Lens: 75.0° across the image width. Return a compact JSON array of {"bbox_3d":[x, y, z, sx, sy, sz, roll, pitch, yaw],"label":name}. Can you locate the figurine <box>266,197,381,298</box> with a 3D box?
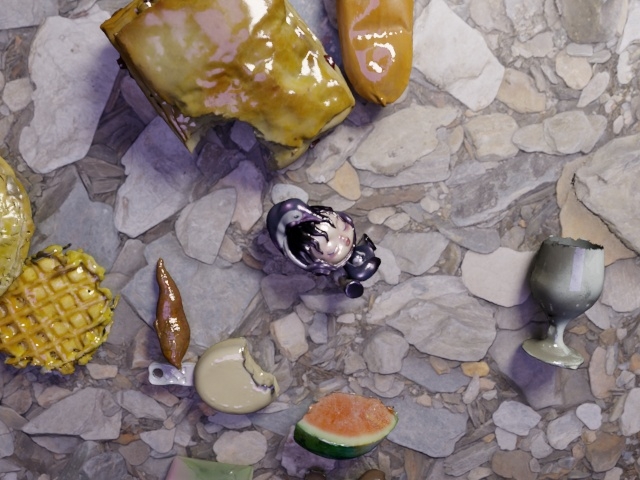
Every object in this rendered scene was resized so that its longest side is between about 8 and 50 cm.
[{"bbox_3d":[0.000,0.000,0.791,0.222,0.145,0.145,39,98,-20],"label":"figurine"}]

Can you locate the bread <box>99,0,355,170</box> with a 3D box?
[{"bbox_3d":[-0.150,-0.284,0.686,0.314,0.191,0.370,-34,102,4],"label":"bread"}]

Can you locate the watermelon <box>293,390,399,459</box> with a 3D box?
[{"bbox_3d":[0.048,0.425,0.890,0.230,0.128,0.146,13,119,-7],"label":"watermelon"}]

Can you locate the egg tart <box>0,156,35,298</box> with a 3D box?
[{"bbox_3d":[-0.683,-0.018,0.726,0.344,0.132,0.346,0,94,6],"label":"egg tart"}]

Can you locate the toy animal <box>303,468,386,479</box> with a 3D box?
[{"bbox_3d":[0.054,0.579,0.928,0.214,0.094,0.186,-38,105,-2],"label":"toy animal"}]

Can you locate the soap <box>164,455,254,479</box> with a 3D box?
[{"bbox_3d":[-0.251,0.590,0.887,0.181,0.138,0.200,10,102,-3],"label":"soap"}]

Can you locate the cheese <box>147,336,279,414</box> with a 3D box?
[{"bbox_3d":[-0.220,0.295,0.861,0.248,0.071,0.164,-17,101,1],"label":"cheese"}]

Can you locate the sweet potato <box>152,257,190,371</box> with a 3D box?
[{"bbox_3d":[-0.303,0.148,0.839,0.068,0.068,0.226,-12,84,0],"label":"sweet potato"}]

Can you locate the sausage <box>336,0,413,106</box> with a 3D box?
[{"bbox_3d":[0.092,-0.410,0.707,0.134,0.116,0.354,-6,105,-15],"label":"sausage"}]

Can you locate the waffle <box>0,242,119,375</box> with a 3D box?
[{"bbox_3d":[-0.548,0.138,0.823,0.262,0.060,0.281,19,100,-6],"label":"waffle"}]

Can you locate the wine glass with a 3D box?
[{"bbox_3d":[0.477,0.117,0.824,0.126,0.126,0.242,4,102,-3],"label":"wine glass"}]
